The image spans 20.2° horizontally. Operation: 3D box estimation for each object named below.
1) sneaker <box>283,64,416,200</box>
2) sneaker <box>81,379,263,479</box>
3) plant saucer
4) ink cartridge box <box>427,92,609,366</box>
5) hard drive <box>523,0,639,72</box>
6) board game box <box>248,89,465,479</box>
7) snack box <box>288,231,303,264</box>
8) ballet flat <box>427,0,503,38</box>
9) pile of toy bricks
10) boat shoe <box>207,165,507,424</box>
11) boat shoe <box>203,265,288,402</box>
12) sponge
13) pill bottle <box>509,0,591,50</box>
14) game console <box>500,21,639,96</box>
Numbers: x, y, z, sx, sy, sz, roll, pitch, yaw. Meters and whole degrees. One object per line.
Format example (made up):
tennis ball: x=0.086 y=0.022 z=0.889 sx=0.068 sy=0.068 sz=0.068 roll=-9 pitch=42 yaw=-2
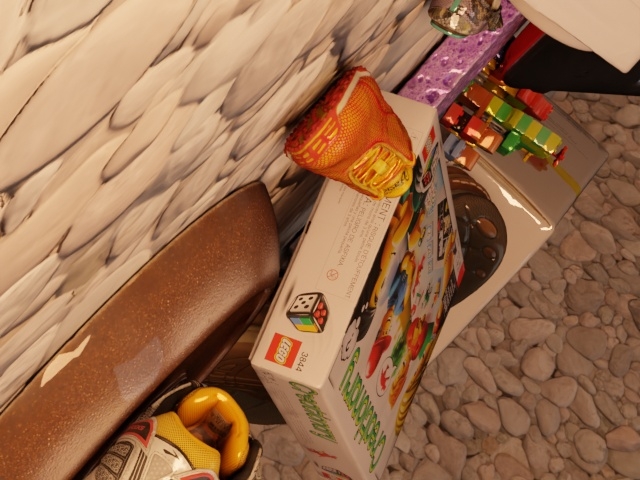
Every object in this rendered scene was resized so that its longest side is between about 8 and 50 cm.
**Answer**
sneaker: x=0.026 y=-0.055 z=1.000 sx=0.064 sy=0.067 sz=0.175 roll=-47 pitch=174 yaw=11
sneaker: x=-0.064 y=0.126 z=0.979 sx=0.092 sy=0.088 sz=0.225 roll=-49 pitch=176 yaw=7
plant saucer: x=-0.122 y=0.095 z=1.037 sx=0.310 sy=0.050 sz=0.310 roll=-47 pitch=175 yaw=-6
ink cartridge box: x=0.137 y=-0.009 z=1.907 sx=0.279 sy=0.160 sz=0.385 roll=-49 pitch=176 yaw=21
hard drive: x=0.228 y=-0.251 z=0.898 sx=0.353 sy=0.047 sz=0.233 roll=-48 pitch=155 yaw=13
board game box: x=0.034 y=0.047 z=1.217 sx=0.305 sy=0.053 sz=0.193 roll=68 pitch=44 yaw=-69
snack box: x=0.000 y=0.000 z=1.549 sx=0.064 sy=0.022 sz=0.178 roll=-48 pitch=176 yaw=-6
ballet flat: x=0.092 y=-0.143 z=1.069 sx=0.041 sy=0.041 sz=0.114 roll=-49 pitch=177 yaw=16
pile of toy bricks: x=0.158 y=-0.099 z=1.488 sx=0.118 sy=0.105 sz=0.212 roll=-56 pitch=-179 yaw=-4
boat shoe: x=0.034 y=0.050 z=1.683 sx=0.324 sy=0.122 sz=0.120 roll=-36 pitch=-150 yaw=15
boat shoe: x=-0.029 y=0.069 z=1.426 sx=0.341 sy=0.122 sz=0.110 roll=53 pitch=44 yaw=-79
sponge: x=0.100 y=-0.129 z=1.302 sx=0.210 sy=0.031 sz=0.117 roll=-47 pitch=177 yaw=-1
pill bottle: x=0.187 y=-0.203 z=1.072 sx=0.169 sy=0.094 sz=0.094 roll=-50 pitch=175 yaw=33
game console: x=0.364 y=-0.173 z=1.281 sx=0.387 sy=0.060 sz=0.342 roll=3 pitch=157 yaw=-18
